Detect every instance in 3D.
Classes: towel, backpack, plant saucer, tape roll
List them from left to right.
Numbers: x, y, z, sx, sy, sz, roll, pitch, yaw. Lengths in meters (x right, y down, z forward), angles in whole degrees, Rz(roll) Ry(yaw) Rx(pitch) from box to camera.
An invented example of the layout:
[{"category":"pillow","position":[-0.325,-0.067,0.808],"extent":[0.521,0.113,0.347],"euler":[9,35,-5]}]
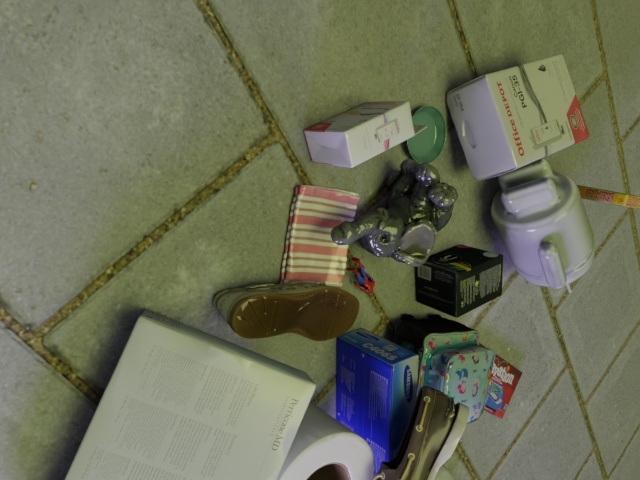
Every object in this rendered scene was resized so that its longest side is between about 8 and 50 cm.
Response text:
[{"category":"tape roll","position":[-0.044,0.428,1.029],"extent":[0.246,0.169,0.246],"euler":[-11,109,-36]},{"category":"towel","position":[0.000,0.000,1.045],"extent":[0.144,0.029,0.197],"euler":[4,99,-38]},{"category":"plant saucer","position":[0.214,-0.219,1.165],"extent":[0.119,0.021,0.119],"euler":[-10,107,-36]},{"category":"backpack","position":[0.254,0.312,1.235],"extent":[0.225,0.191,0.253],"euler":[5,103,-40]}]

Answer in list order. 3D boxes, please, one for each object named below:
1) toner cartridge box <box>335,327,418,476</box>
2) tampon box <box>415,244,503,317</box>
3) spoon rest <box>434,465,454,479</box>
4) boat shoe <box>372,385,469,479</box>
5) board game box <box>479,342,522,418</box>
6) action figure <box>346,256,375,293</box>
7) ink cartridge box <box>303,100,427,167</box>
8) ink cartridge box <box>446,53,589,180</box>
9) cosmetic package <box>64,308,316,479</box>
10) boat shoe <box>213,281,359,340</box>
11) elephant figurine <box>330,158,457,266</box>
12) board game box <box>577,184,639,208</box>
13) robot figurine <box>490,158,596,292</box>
[{"category":"toner cartridge box","position":[0.109,0.371,1.139],"extent":[0.075,0.165,0.348],"euler":[-11,109,-37]},{"category":"tampon box","position":[0.310,0.084,1.254],"extent":[0.161,0.120,0.101],"euler":[-17,112,-35]},{"category":"spoon rest","position":[0.332,0.700,1.460],"extent":[0.137,0.084,0.276],"euler":[-49,117,-39]},{"category":"boat shoe","position":[0.154,0.424,1.018],"extent":[0.324,0.097,0.116],"euler":[-59,171,-8]},{"category":"board game box","position":[0.440,0.371,1.492],"extent":[0.281,0.027,0.145],"euler":[34,78,-39]},{"category":"action figure","position":[0.084,0.076,1.126],"extent":[0.115,0.030,0.038],"euler":[53,52,-45]},{"category":"ink cartridge box","position":[0.085,-0.200,1.006],"extent":[0.198,0.115,0.067],"euler":[-30,118,-31]},{"category":"ink cartridge box","position":[0.437,-0.272,1.232],"extent":[0.283,0.117,0.207],"euler":[-23,95,-32]},{"category":"cosmetic package","position":[-0.212,0.332,0.846],"extent":[0.284,0.097,0.377],"euler":[25,85,-10]},{"category":"boat shoe","position":[-0.049,0.116,0.999],"extent":[0.285,0.089,0.104],"euler":[11,101,-41]},{"category":"elephant figurine","position":[0.141,-0.026,1.083],"extent":[0.186,0.169,0.239],"euler":[41,76,-4]},{"category":"board game box","position":[0.687,-0.117,1.412],"extent":[0.124,0.259,0.039],"euler":[2,100,-39]},{"category":"robot figurine","position":[0.540,-0.027,1.358],"extent":[0.353,0.200,0.300],"euler":[54,34,-33]}]
